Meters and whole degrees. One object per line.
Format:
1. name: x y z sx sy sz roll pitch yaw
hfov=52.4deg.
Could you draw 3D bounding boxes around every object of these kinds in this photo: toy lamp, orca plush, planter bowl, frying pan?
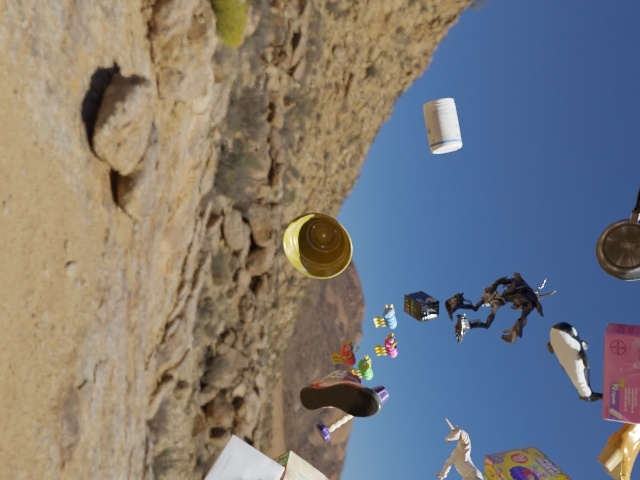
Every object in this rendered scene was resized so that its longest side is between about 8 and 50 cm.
1. toy lamp: 0.114 0.593 2.250 0.080 0.274 0.080 55 -15 23
2. orca plush: 0.792 0.351 1.965 0.287 0.102 0.151 56 -18 -4
3. planter bowl: 0.000 0.000 1.990 0.090 0.217 0.217 -59 148 -62
4. frying pan: 0.974 -0.030 1.973 0.197 0.053 0.326 40 -79 38

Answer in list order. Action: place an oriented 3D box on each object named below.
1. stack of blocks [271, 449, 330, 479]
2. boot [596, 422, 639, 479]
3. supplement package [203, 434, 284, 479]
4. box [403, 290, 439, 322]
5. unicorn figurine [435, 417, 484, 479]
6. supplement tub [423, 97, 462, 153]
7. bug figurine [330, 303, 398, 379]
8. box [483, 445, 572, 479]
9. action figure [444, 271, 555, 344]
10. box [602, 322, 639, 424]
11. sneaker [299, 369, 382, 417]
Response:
1. stack of blocks: -0.039 0.677 1.662 0.297 0.171 0.087 43 32 -19
2. boot: 1.089 0.746 2.289 0.295 0.211 0.104 47 -5 -40
3. supplement package: -0.193 0.548 1.408 0.139 0.133 0.244 -56 177 -39
4. box: 0.272 0.177 1.755 0.083 0.062 0.052 -148 -127 -60
5. unicorn figurine: 0.292 0.471 1.365 0.060 0.111 0.162 15 29 -54
6. supplement tub: 0.266 -0.248 1.419 0.071 0.070 0.107 139 -58 -84
7. bug figurine: 0.174 0.347 2.142 0.072 0.279 0.216 29 -29 46
8. box: 0.598 0.779 1.805 0.290 0.176 0.279 -140 -133 -70
9. action figure: 0.472 0.178 1.717 0.141 0.275 0.164 87 -13 -49
10. box: 0.801 0.321 1.536 0.117 0.242 0.214 -15 105 -62
11. sneaker: 0.083 0.398 1.732 0.270 0.145 0.090 -10 -85 43
